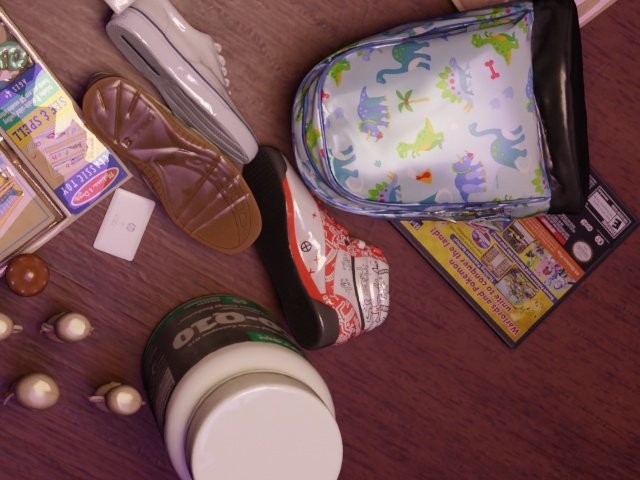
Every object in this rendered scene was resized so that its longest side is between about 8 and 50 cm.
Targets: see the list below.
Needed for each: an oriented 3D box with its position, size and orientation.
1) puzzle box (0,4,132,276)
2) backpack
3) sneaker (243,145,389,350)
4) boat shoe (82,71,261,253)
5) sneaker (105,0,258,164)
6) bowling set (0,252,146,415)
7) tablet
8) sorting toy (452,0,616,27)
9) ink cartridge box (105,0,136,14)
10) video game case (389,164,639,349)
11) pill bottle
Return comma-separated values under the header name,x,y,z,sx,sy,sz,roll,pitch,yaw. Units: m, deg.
name,x,y,z,sx,sy,sz,roll,pitch,yaw
puzzle box,-0.471,-0.062,1.848,0.409,0.052,0.272,-38,108,-3
backpack,0.140,-0.149,1.877,0.356,0.273,0.290,-1,101,17
sneaker,-0.001,0.001,1.964,0.145,0.090,0.270,-13,82,-42
boat shoe,-0.180,-0.103,1.890,0.104,0.089,0.285,-39,110,5
sneaker,-0.150,-0.206,1.875,0.258,0.094,0.091,51,62,-28
bowling set,-0.353,0.122,1.887,0.287,0.154,0.199,7,83,-16
tablet,-0.250,-0.020,1.934,0.054,0.006,0.083,21,97,-17
sorting toy,0.267,-0.341,1.976,0.208,0.038,0.193,-38,108,-8
ink cartridge box,-0.276,-0.377,1.771,0.093,0.154,0.212,-39,109,0
video game case,0.257,-0.031,2.039,0.248,0.035,0.275,-45,109,-1
pill bottle,-0.097,0.202,1.833,0.204,0.361,0.204,-3,103,-13
